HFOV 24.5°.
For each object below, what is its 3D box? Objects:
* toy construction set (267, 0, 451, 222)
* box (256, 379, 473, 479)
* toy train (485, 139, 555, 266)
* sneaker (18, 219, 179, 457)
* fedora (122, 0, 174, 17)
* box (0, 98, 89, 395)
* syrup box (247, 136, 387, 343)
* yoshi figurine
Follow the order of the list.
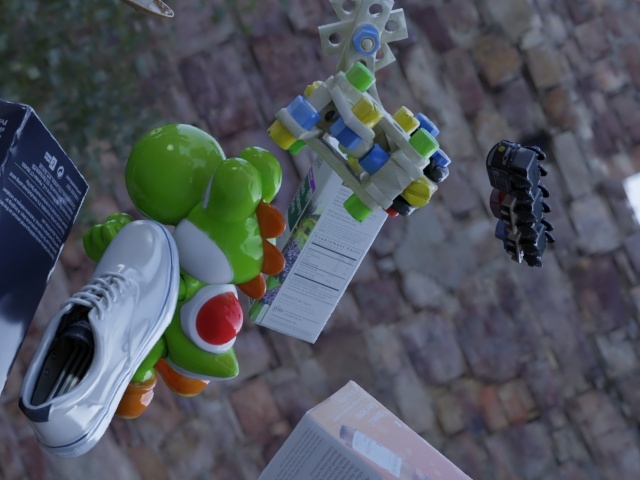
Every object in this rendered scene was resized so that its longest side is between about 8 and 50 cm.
[{"bbox_3d":[0.047,-0.141,1.639,0.215,0.151,0.328,40,29,-18],"label":"toy construction set"},{"bbox_3d":[0.049,0.228,1.359,0.170,0.091,0.130,38,18,9],"label":"box"},{"bbox_3d":[0.119,-0.021,0.892,0.036,0.027,0.158,23,-15,19],"label":"toy train"},{"bbox_3d":[-0.206,0.078,1.406,0.091,0.094,0.258,71,31,-54],"label":"sneaker"},{"bbox_3d":[-0.232,-0.331,1.673,0.194,0.079,0.194,36,10,-7],"label":"fedora"},{"bbox_3d":[-0.456,0.008,1.441,0.179,0.343,0.313,66,41,-64],"label":"box"},{"bbox_3d":[0.000,0.000,1.835,0.237,0.096,0.093,-62,-162,23],"label":"syrup box"},{"bbox_3d":[-0.160,0.013,1.599,0.204,0.203,0.362,-89,-158,-49],"label":"yoshi figurine"}]
